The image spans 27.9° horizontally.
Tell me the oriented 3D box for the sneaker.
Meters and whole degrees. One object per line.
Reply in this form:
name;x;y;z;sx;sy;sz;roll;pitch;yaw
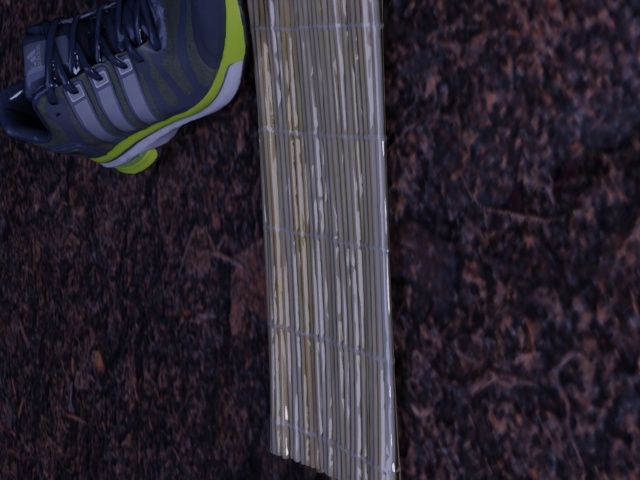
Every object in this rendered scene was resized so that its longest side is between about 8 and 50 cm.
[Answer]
sneaker;-0.143;-0.126;0.914;0.300;0.121;0.111;-39;57;54

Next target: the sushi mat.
sushi mat;0.000;0.000;0.813;0.151;0.019;0.317;7;101;57

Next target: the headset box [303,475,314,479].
headset box;-0.017;0.195;0.850;0.062;0.032;0.083;62;146;6
